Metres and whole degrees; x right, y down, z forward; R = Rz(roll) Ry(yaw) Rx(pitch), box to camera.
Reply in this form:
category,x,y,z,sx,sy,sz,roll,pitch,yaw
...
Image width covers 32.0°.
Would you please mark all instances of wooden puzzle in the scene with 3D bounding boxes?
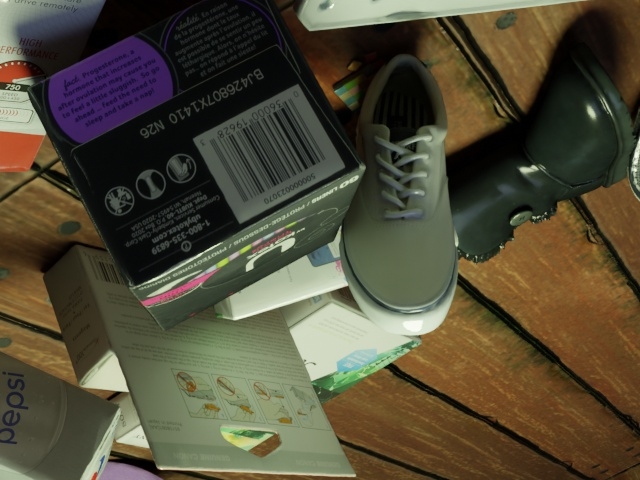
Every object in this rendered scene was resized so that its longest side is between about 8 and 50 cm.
category,x,y,z,sx,sy,sz,roll,pitch,yaw
wooden puzzle,0.041,-0.134,0.971,0.049,0.006,0.083,-30,151,13

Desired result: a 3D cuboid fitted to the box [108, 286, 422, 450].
category,x,y,z,sx,sy,sz,roll,pitch,yaw
box,-0.064,0.160,1.341,0.322,0.058,0.232,-33,150,19

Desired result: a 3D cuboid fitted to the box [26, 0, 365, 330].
category,x,y,z,sx,sy,sz,roll,pitch,yaw
box,-0.081,-0.044,0.790,0.165,0.143,0.270,-28,173,-7

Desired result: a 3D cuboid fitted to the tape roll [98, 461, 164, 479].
category,x,y,z,sx,sy,sz,roll,pitch,yaw
tape roll,-0.270,0.421,1.405,0.274,0.275,0.090,0,144,-36

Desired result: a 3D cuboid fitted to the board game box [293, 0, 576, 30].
category,x,y,z,sx,sy,sz,roll,pitch,yaw
board game box,0.197,-0.306,0.707,0.390,0.050,0.390,-13,150,-31

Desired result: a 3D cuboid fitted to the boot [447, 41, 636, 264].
category,x,y,z,sx,sy,sz,roll,pitch,yaw
boot,0.196,-0.071,1.096,0.207,0.094,0.246,-29,157,3

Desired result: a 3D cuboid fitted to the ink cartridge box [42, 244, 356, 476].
category,x,y,z,sx,sy,sz,roll,pitch,yaw
ink cartridge box,-0.111,0.132,1.067,0.060,0.239,0.275,-41,146,25

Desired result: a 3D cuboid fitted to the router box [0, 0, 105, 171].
category,x,y,z,sx,sy,sz,roll,pitch,yaw
router box,-0.286,-0.164,0.605,0.335,0.082,0.301,-1,145,-35

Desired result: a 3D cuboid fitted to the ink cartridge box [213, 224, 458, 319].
category,x,y,z,sx,sy,sz,roll,pitch,yaw
ink cartridge box,0.000,0.000,1.023,0.212,0.093,0.154,-15,179,-11

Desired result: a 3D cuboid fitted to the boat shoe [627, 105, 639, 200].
category,x,y,z,sx,sy,sz,roll,pitch,yaw
boat shoe,0.345,-0.137,1.039,0.158,0.127,0.340,-25,147,-34

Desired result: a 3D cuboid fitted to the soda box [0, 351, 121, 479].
category,x,y,z,sx,sy,sz,roll,pitch,yaw
soda box,-0.314,0.134,0.914,0.286,0.091,0.098,25,141,0

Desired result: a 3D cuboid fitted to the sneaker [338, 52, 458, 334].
category,x,y,z,sx,sy,sz,roll,pitch,yaw
sneaker,0.059,-0.046,0.885,0.094,0.258,0.091,-3,138,0
